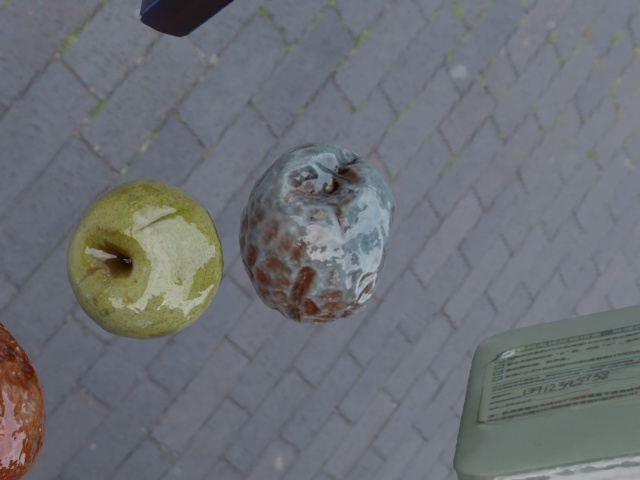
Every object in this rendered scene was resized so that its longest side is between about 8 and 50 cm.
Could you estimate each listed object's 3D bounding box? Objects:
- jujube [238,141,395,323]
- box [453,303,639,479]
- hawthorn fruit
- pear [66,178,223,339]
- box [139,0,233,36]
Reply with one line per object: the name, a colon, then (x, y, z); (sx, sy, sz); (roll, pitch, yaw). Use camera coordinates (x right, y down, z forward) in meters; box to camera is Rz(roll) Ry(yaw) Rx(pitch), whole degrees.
jujube: (-0.008, -0.005, 1.613); (0.308, 0.215, 0.246); (100, 5, -58)
box: (0.358, 0.179, 1.243); (0.396, 0.396, 0.111); (-55, 131, -68)
hawthorn fruit: (-0.363, 0.123, 1.015); (0.207, 0.207, 0.243); (-16, 104, -42)
pear: (-0.178, 0.019, 1.142); (0.136, 0.167, 0.167); (-1, 117, -57)
box: (-0.128, -0.379, 1.286); (0.071, 0.168, 0.259); (21, 66, -31)
